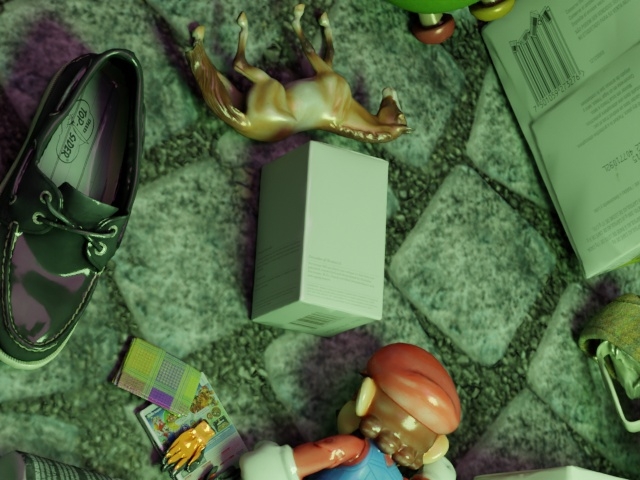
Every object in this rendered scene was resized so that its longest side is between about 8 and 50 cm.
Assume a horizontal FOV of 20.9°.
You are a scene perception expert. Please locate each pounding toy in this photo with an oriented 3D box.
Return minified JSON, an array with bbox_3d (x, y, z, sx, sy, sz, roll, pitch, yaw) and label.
[{"bbox_3d":[0.174,-0.304,2.027,0.237,0.183,0.110,-42,124,-35],"label":"pounding toy"}]

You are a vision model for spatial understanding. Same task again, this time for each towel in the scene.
[{"bbox_3d":[-0.163,0.138,1.741,0.083,0.009,0.060,27,55,-13],"label":"towel"}]

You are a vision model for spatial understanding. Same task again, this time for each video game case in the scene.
[{"bbox_3d":[-0.123,0.206,1.755,0.087,0.011,0.122,-32,94,-35],"label":"video game case"}]

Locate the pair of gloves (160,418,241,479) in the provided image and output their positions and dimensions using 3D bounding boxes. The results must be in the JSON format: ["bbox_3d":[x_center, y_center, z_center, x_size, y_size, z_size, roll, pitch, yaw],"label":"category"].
[{"bbox_3d":[-0.118,0.229,1.736,0.074,0.010,0.083,-38,98,-35],"label":"pair of gloves"}]

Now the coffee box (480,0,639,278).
[{"bbox_3d":[0.459,-0.198,2.037,0.334,0.337,0.338,-14,76,-35],"label":"coffee box"}]

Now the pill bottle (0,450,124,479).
[{"bbox_3d":[-0.194,0.287,1.611,0.246,0.130,0.130,21,65,-26],"label":"pill bottle"}]

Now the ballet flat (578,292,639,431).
[{"bbox_3d":[0.410,0.204,1.967,0.123,0.123,0.348,-4,43,-34],"label":"ballet flat"}]

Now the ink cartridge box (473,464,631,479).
[{"bbox_3d":[0.296,0.450,1.838,0.279,0.160,0.384,18,65,-39],"label":"ink cartridge box"}]

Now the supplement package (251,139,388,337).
[{"bbox_3d":[0.000,0.000,1.840,0.105,0.105,0.179,14,69,-29],"label":"supplement package"}]

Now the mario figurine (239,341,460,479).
[{"bbox_3d":[0.029,0.248,1.799,0.170,0.198,0.320,21,66,23],"label":"mario figurine"}]

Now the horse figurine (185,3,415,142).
[{"bbox_3d":[-0.037,-0.170,1.894,0.263,0.066,0.174,-11,76,-37],"label":"horse figurine"}]

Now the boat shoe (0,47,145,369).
[{"bbox_3d":[-0.240,-0.042,1.691,0.127,0.113,0.340,30,61,-23],"label":"boat shoe"}]
